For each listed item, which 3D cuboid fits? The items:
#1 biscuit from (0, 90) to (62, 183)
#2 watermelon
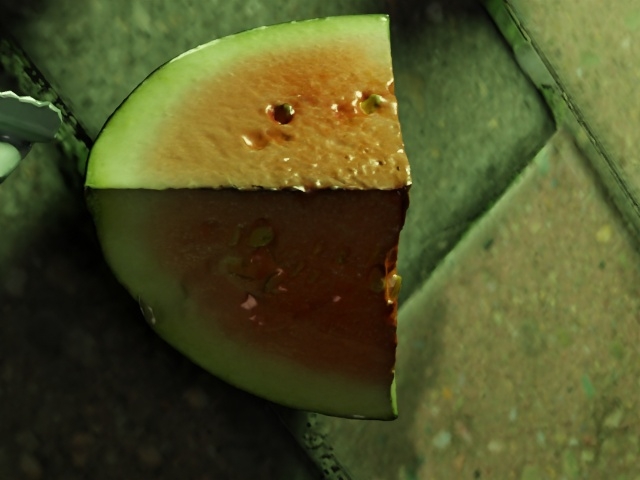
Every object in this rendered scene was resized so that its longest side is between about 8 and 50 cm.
[{"bbox_3d":[-0.219,0.072,0.639,0.186,0.079,0.309,18,90,-34],"label":"biscuit"},{"bbox_3d":[-0.013,-0.002,0.819,0.193,0.137,0.145,-33,139,-32],"label":"watermelon"}]
